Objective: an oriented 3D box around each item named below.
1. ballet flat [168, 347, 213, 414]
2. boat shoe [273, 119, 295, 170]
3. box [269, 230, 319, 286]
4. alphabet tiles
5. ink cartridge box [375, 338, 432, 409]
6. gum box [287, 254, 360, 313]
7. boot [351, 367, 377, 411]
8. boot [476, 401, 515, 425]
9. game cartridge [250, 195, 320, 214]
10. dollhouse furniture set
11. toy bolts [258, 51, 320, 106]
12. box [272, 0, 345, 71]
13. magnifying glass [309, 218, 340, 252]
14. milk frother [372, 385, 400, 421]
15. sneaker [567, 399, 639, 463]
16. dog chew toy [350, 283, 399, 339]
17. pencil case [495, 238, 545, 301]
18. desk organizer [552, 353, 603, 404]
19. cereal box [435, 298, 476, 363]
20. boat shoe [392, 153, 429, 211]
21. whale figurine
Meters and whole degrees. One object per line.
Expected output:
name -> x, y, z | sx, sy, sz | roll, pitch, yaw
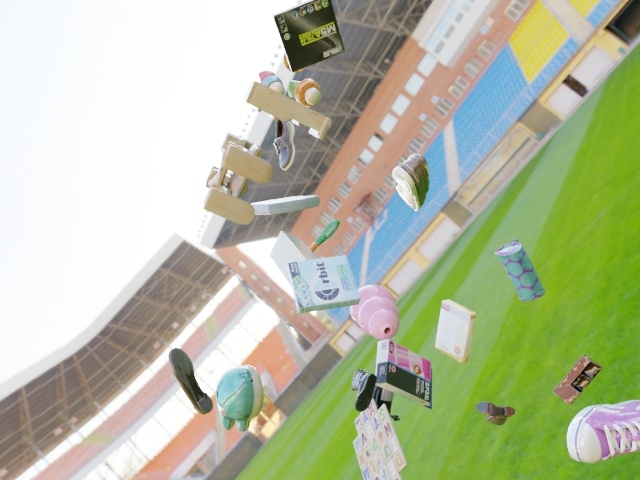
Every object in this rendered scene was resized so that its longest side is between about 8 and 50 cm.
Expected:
ballet flat -> -0.441, 0.471, 1.619 | 0.058, 0.250, 0.084 | -23, 10, 31
boat shoe -> -0.184, -0.472, 2.382 | 0.102, 0.092, 0.285 | -26, 53, 42
box -> -0.082, 0.074, 1.683 | 0.113, 0.094, 0.275 | -62, 29, 12
alphabet tiles -> 0.210, 0.779, 1.790 | 0.011, 0.343, 0.285 | 8, -51, -25
ink cartridge box -> 0.363, 0.546, 1.969 | 0.069, 0.371, 0.176 | -22, 47, 40
gum box -> 0.008, 0.128, 1.439 | 0.184, 0.157, 0.041 | -7, -35, -15
boot -> 0.118, 0.438, 1.439 | 0.121, 0.045, 0.099 | -67, 16, -16
boot -> 0.478, 0.488, 1.366 | 0.114, 0.106, 0.037 | 87, -166, -58
game cartridge -> -0.154, -0.157, 2.150 | 0.294, 0.060, 0.196 | -14, 8, -41
dollhouse furniture set -> -0.176, -0.260, 1.534 | 0.394, 0.256, 0.362 | -64, 18, 11
toy bolts -> -0.111, -0.591, 1.787 | 0.228, 0.158, 0.218 | -15, -57, -18
box -> -0.036, -0.664, 1.566 | 0.190, 0.184, 0.045 | -21, 34, -1
magnifying glass -> 0.000, 0.000, 2.001 | 0.231, 0.026, 0.092 | -45, -16, -16
milk frother -> 0.277, 0.641, 1.974 | 0.129, 0.143, 0.135 | 5, -83, -60
sneaker -> 0.648, 0.388, 0.992 | 0.282, 0.102, 0.161 | -10, -5, -24
dog chew toy -> 0.247, 0.320, 2.108 | 0.207, 0.206, 0.332 | -49, 16, 5
pencil case -> 0.490, 0.076, 1.197 | 0.064, 0.152, 0.070 | -33, 14, -5
desk organizer -> 0.677, 0.367, 1.284 | 0.047, 0.050, 0.130 | 12, -66, -52
cereal box -> 0.605, 0.406, 2.192 | 0.047, 0.173, 0.240 | -3, -73, -31
boat shoe -> 0.312, -0.188, 1.616 | 0.096, 0.116, 0.324 | -44, -21, 1
whale figurine -> -0.294, 0.530, 1.615 | 0.141, 0.216, 0.272 | 7, -43, -33
